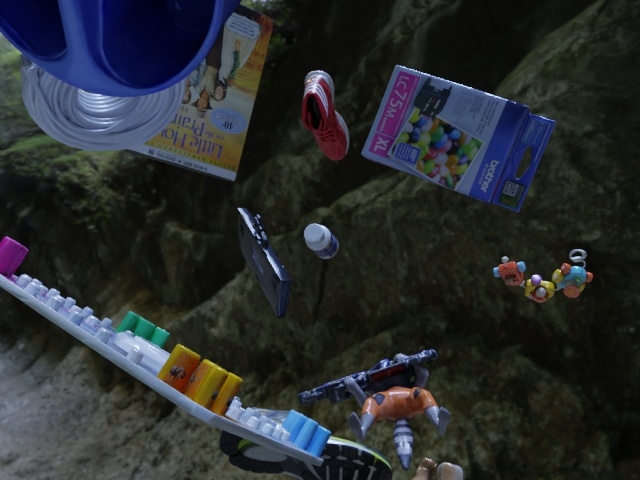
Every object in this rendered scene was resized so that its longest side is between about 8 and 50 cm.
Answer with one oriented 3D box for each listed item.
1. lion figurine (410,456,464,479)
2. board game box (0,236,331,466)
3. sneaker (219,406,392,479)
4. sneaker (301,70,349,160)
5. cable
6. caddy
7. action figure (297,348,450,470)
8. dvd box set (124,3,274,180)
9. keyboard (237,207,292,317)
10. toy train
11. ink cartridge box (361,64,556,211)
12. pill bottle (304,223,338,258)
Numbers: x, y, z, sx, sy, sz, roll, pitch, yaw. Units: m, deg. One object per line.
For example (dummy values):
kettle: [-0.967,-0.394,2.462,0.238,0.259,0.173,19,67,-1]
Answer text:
lion figurine: [0.091,0.458,1.020,0.142,0.392,0.240,64,19,6]
board game box: [-0.196,0.142,0.793,0.390,0.050,0.390,25,-15,26]
sneaker: [-0.017,0.355,1.099,0.121,0.300,0.111,-63,173,-77]
sneaker: [0.000,-0.243,1.379,0.128,0.087,0.221,-72,149,-45]
cable: [-0.350,-0.258,1.030,0.089,0.257,0.257,58,-31,28]
caddy: [-0.175,-0.290,0.518,0.179,0.241,0.341,-72,178,-52]
action figure: [0.127,0.380,1.426,0.330,0.341,0.178,-33,104,-85]
dvd box set: [-0.300,-0.382,1.509,0.062,0.308,0.420,9,-96,60]
keyboard: [-0.084,0.019,0.928,0.180,0.023,0.108,53,-31,44]
toy train: [0.414,0.073,1.171,0.166,0.046,0.125,-13,-46,30]
ink cartridge box: [0.251,-0.190,1.173,0.311,0.065,0.185,23,-84,16]
pill bottle: [0.000,0.000,1.598,0.067,0.067,0.120,61,6,24]
